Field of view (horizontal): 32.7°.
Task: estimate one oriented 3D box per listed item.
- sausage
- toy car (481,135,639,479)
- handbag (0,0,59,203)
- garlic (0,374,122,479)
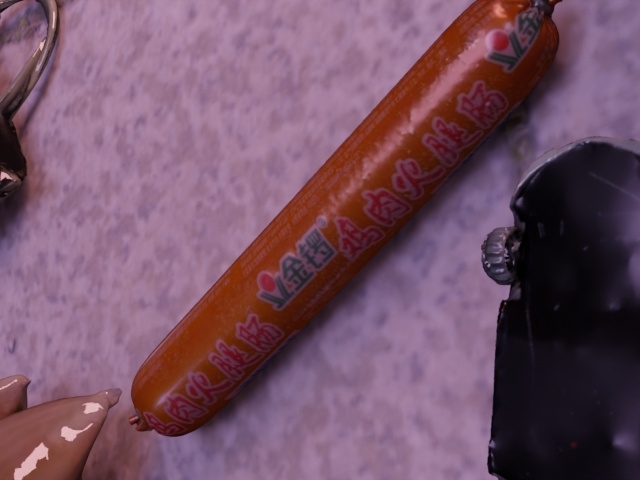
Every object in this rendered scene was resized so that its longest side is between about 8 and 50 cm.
[{"bbox_3d":[0.000,0.000,0.571,0.348,0.053,0.053,-47,55,26],"label":"sausage"},{"bbox_3d":[0.117,0.058,0.453,0.095,0.056,0.205,-5,75,42],"label":"toy car"},{"bbox_3d":[-0.323,-0.087,0.851,0.315,0.109,0.241,-42,58,25],"label":"handbag"},{"bbox_3d":[-0.213,0.247,0.672,0.279,0.132,0.325,50,120,27],"label":"garlic"}]
